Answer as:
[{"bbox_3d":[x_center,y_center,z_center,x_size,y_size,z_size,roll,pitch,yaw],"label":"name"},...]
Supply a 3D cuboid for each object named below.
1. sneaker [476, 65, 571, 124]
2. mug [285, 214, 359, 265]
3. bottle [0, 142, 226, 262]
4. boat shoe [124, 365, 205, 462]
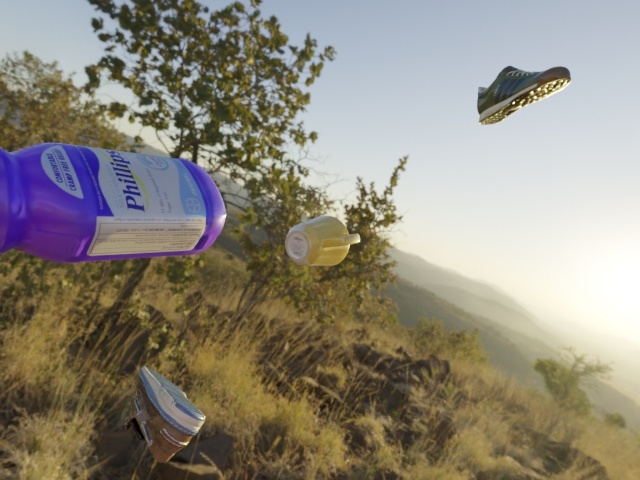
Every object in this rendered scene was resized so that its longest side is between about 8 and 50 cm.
[{"bbox_3d":[0.366,-0.294,0.801,0.064,0.086,0.192,-3,-8,-25],"label":"sneaker"},{"bbox_3d":[-0.003,-0.002,0.495,0.064,0.078,0.062,-9,61,-57],"label":"mug"},{"bbox_3d":[-0.234,-0.037,0.415,0.283,0.092,0.118,-2,50,-50],"label":"bottle"},{"bbox_3d":[-0.203,0.205,0.518,0.066,0.066,0.183,43,-22,-22],"label":"boat shoe"}]
